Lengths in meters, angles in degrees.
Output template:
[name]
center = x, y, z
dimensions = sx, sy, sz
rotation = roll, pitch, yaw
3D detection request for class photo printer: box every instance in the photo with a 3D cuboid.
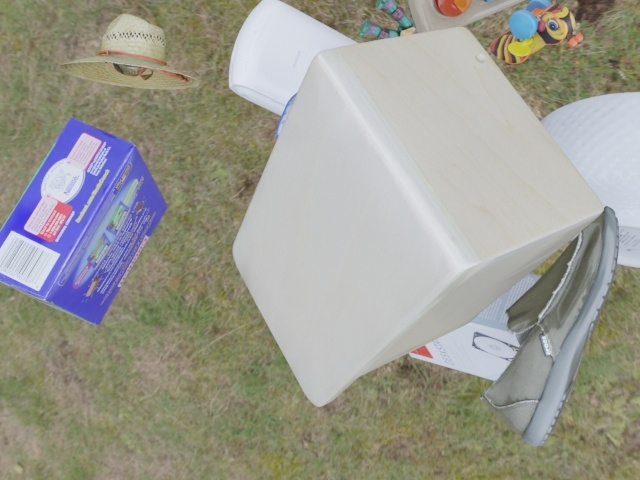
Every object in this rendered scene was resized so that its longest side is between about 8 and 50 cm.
[photo printer]
center = -0.064, -0.430, 1.660
dimensions = 0.307, 0.107, 0.256
rotation = 23, 81, -22

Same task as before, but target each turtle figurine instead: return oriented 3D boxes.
[turtle figurine]
center = 0.215, -0.468, 1.569
dimensions = 0.234, 0.118, 0.175
rotation = 28, 105, -15

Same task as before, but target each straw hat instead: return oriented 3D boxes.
[straw hat]
center = -0.191, -0.197, 0.690
dimensions = 0.144, 0.144, 0.061
rotation = 5, 94, 10

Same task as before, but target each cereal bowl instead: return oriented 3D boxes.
[cereal bowl]
center = 0.440, -0.053, 0.914
dimensions = 0.338, 0.339, 0.141
rotation = 15, 75, 7

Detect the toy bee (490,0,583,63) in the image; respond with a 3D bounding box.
[toy bee]
center = 0.533, -0.503, 1.612
dimensions = 0.195, 0.298, 0.162
rotation = -40, 84, -6

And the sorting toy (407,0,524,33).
[sorting toy]
center = 0.234, -0.512, 1.121
dimensions = 0.229, 0.041, 0.307
rotation = -19, 123, 10

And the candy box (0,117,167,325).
[candy box]
center = -0.390, -0.014, 1.121
dimensions = 0.122, 0.317, 0.268
rotation = 25, 75, 4

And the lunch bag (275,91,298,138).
[lunch bag]
center = -0.003, -0.238, 1.265
dimensions = 0.128, 0.151, 0.096
rotation = -15, 113, 33

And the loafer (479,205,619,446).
[loafer]
center = 0.230, 0.079, 0.679
dimensions = 0.087, 0.094, 0.251
rotation = 22, 92, 25

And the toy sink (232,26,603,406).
[toy sink]
center = 0.049, -0.005, 0.475
dimensions = 0.153, 0.131, 0.234
rotation = 59, 148, 20

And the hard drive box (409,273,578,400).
[hard drive box]
center = 0.212, 0.109, 0.888
dimensions = 0.232, 0.089, 0.181
rotation = 11, 153, 35
